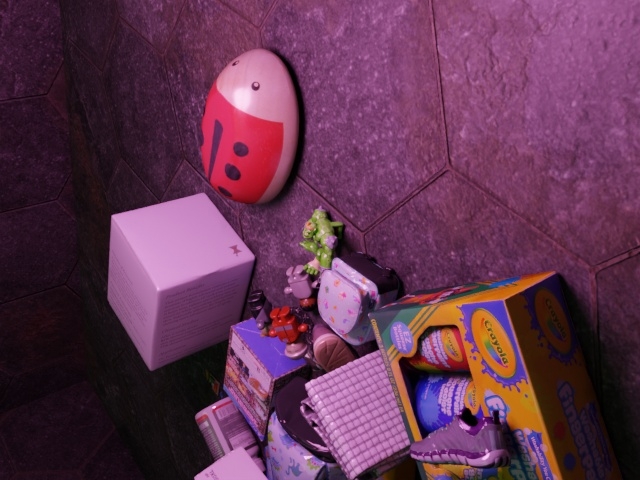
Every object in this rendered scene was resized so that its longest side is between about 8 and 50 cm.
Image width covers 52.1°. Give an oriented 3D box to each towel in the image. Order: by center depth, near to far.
[{"bbox_3d":[0.118,0.386,1.441,0.235,0.283,0.121,55,144,24],"label":"towel"}]

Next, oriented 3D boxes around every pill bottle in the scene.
[{"bbox_3d":[-0.314,0.710,2.307,0.283,0.161,0.161,61,145,14],"label":"pill bottle"}]

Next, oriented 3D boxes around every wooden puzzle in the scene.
[{"bbox_3d":[-0.406,0.546,2.487,0.116,0.014,0.079,32,130,42],"label":"wooden puzzle"}]

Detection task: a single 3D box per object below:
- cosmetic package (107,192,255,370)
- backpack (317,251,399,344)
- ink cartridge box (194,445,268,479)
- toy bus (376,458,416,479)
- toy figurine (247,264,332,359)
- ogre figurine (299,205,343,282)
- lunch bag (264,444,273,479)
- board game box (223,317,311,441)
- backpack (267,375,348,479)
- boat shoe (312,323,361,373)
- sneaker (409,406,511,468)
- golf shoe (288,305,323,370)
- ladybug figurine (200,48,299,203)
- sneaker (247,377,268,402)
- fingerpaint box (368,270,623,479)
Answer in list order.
[{"bbox_3d":[-0.449,0.125,2.065,0.327,0.329,0.394,49,139,30],"label":"cosmetic package"},{"bbox_3d":[0.081,0.144,1.501,0.165,0.144,0.189,32,131,39],"label":"backpack"},{"bbox_3d":[-0.185,0.825,1.862,0.285,0.166,0.395,37,148,40],"label":"ink cartridge box"},{"bbox_3d":[0.161,0.538,1.608,0.130,0.108,0.333,29,128,44],"label":"toy bus"},{"bbox_3d":[-0.057,0.181,1.659,0.209,0.213,0.148,19,137,53],"label":"toy figurine"},{"bbox_3d":[0.000,0.000,1.587,0.197,0.096,0.118,-82,8,-55],"label":"ogre figurine"},{"bbox_3d":[-0.087,0.741,2.061,0.221,0.138,0.294,-54,50,54],"label":"lunch bag"},{"bbox_3d":[-0.165,0.407,1.970,0.232,0.141,0.291,44,138,34],"label":"board game box"},{"bbox_3d":[-0.015,0.606,1.796,0.290,0.273,0.356,32,149,38],"label":"backpack"},{"bbox_3d":[0.059,0.307,1.607,0.285,0.102,0.092,56,-171,-37],"label":"boat shoe"},{"bbox_3d":[0.243,0.346,1.160,0.223,0.083,0.098,-20,67,53],"label":"sneaker"},{"bbox_3d":[-0.049,0.275,1.803,0.198,0.077,0.094,56,143,23],"label":"golf shoe"},{"bbox_3d":[-0.197,-0.268,1.672,0.305,0.161,0.450,47,139,31],"label":"ladybug figurine"},{"bbox_3d":[-0.181,0.424,1.845,0.083,0.031,0.037,44,137,35],"label":"sneaker"},{"bbox_3d":[0.317,0.310,1.232,0.371,0.163,0.445,-15,93,55],"label":"fingerpaint box"}]
